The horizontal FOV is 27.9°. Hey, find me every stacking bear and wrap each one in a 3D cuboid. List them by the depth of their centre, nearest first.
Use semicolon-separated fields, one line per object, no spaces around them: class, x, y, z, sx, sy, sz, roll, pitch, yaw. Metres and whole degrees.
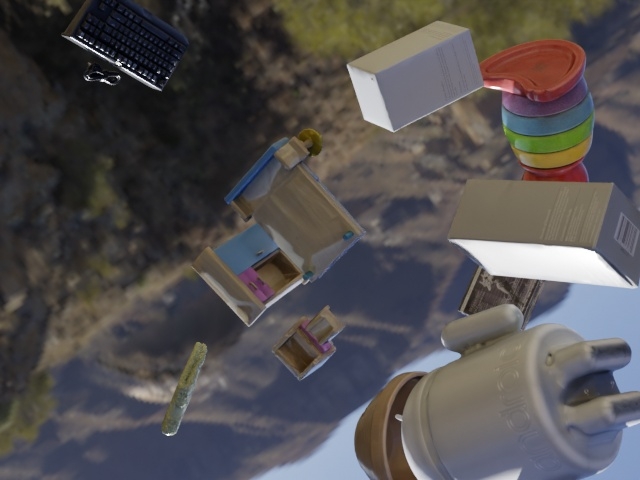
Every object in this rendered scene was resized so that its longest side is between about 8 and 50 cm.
stacking bear;0.385;-0.176;2.175;0.164;0.289;0.175;-35;-142;-28

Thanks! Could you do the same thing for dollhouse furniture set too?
dollhouse furniture set;0.000;0.000;2.046;0.303;0.286;0.198;-48;173;35

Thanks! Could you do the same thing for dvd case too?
dvd case;0.330;0.073;2.285;0.164;0.018;0.221;-67;-158;-1

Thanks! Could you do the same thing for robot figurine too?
robot figurine;0.248;0.233;1.681;0.200;0.300;0.353;5;154;-46

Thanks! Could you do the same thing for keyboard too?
keyboard;-0.234;-0.227;1.537;0.108;0.023;0.180;-53;148;6

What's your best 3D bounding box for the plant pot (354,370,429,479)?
plant pot;0.133;0.344;2.207;0.110;0.237;0.237;-7;-162;37

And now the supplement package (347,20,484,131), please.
supplement package;0.153;-0.266;2.068;0.179;0.105;0.105;-27;-153;-16

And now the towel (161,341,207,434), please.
towel;-0.214;0.234;2.048;0.148;0.027;0.110;-72;-176;-66

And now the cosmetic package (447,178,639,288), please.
cosmetic package;0.304;-0.012;1.720;0.238;0.127;0.107;0;-116;44
